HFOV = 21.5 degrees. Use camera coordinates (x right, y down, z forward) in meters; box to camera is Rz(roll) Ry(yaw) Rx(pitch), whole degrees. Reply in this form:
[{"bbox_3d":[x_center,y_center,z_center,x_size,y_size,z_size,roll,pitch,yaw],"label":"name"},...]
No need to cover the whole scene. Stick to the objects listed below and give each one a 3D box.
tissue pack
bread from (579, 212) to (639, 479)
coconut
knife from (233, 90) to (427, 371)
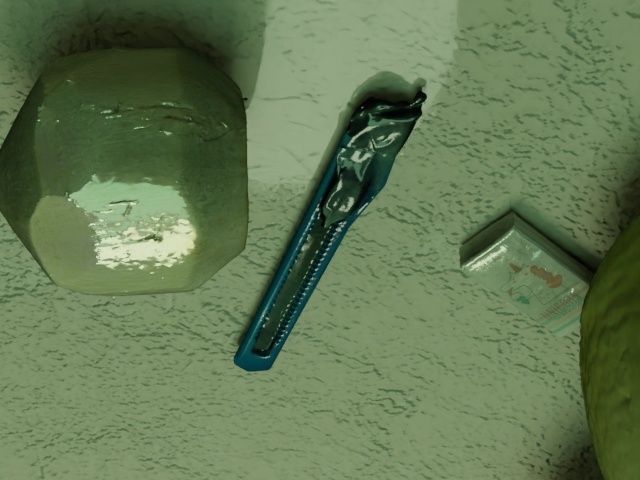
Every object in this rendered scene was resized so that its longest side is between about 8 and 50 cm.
[{"bbox_3d":[0.155,0.026,1.210,0.108,0.023,0.056,35,126,-27],"label":"tissue pack"},{"bbox_3d":[0.334,0.083,1.123,0.320,0.237,0.320,3,150,2],"label":"bread"},{"bbox_3d":[-0.128,-0.046,1.067,0.162,0.161,0.161,-2,134,-8],"label":"coconut"},{"bbox_3d":[0.000,0.002,1.194,0.044,0.026,0.296,8,134,-21],"label":"knife"}]
